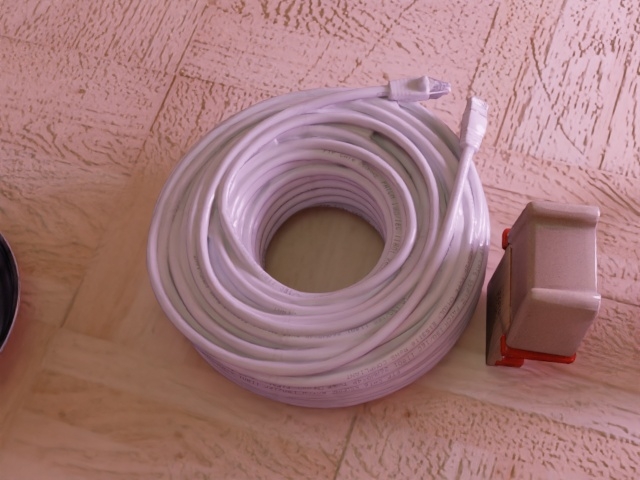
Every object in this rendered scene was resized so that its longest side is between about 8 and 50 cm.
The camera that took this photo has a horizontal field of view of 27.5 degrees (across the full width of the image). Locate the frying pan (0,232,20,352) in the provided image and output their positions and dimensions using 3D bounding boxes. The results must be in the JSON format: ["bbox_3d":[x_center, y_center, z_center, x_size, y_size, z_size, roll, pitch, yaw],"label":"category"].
[{"bbox_3d":[-0.362,0.012,1.058,0.197,0.053,0.326,-31,61,-9],"label":"frying pan"}]

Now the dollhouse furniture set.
[{"bbox_3d":[0.259,0.045,0.941,0.259,0.135,0.262,6,63,-2],"label":"dollhouse furniture set"}]

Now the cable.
[{"bbox_3d":[0.000,0.000,0.998,0.257,0.089,0.257,1,63,9],"label":"cable"}]
